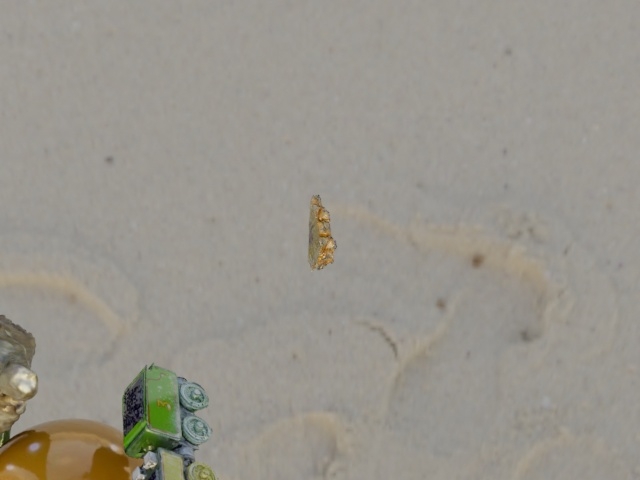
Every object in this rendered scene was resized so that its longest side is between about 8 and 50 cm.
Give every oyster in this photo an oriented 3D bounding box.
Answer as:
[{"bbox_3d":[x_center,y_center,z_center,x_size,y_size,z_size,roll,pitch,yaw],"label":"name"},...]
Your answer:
[{"bbox_3d":[-0.390,0.145,1.581,0.396,0.111,0.204,-28,32,31],"label":"oyster"}]

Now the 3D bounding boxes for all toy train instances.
[{"bbox_3d":[-0.143,0.203,1.475,0.081,0.060,0.202,22,35,-27],"label":"toy train"}]

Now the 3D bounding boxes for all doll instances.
[{"bbox_3d":[-0.274,0.266,1.593,0.213,0.213,0.236,-39,52,-25],"label":"doll"}]

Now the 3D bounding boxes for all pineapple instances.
[{"bbox_3d":[0.000,0.000,1.561,0.019,0.083,0.045,-12,41,-18],"label":"pineapple"}]
